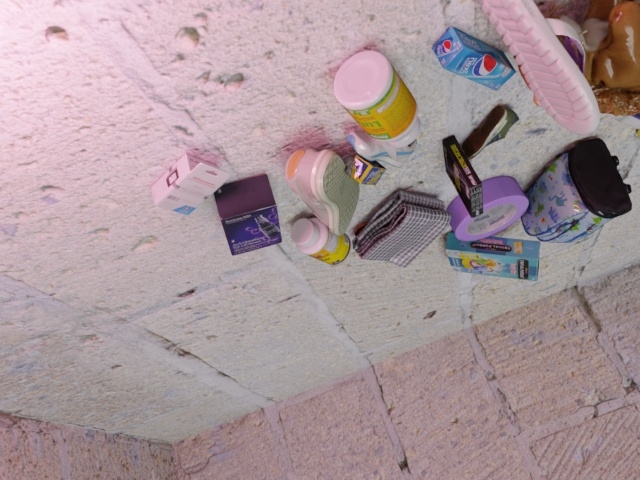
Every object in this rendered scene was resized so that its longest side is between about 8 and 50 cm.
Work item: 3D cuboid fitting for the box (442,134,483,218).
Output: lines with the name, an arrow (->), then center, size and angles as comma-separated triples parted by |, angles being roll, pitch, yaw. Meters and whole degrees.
box -> 0.417, -0.184, 1.636 | 0.045, 0.184, 0.191 | -22, 153, 6

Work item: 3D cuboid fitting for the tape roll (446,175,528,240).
tape roll -> 0.589, -0.109, 1.986 | 0.274, 0.090, 0.275 | -16, 151, -9

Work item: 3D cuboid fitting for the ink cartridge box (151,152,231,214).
ink cartridge box -> -0.313, -0.144, 1.361 | 0.180, 0.060, 0.104 | -36, 148, 27

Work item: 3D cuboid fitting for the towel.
towel -> 0.269, -0.029, 1.864 | 0.234, 0.121, 0.284 | 4, 140, -40

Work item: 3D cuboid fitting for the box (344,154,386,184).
box -> 0.123, -0.186, 1.496 | 0.059, 0.054, 0.169 | -56, 166, 15

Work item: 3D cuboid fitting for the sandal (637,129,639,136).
sandal -> 1.230, -0.337, 1.951 | 0.317, 0.138, 0.126 | -1, 145, -35

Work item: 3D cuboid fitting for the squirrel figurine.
squirrel figurine -> 0.655, -0.409, 1.315 | 0.370, 0.281, 0.397 | -17, 150, 8

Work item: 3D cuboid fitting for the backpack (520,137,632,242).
backpack -> 0.863, -0.135, 1.956 | 0.273, 0.291, 0.356 | -10, 158, -2

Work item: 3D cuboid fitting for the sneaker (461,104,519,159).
sneaker -> 0.491, -0.299, 1.605 | 0.086, 0.064, 0.192 | 4, 141, -30

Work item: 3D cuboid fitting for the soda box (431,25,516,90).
soda box -> 0.360, -0.419, 1.301 | 0.210, 0.071, 0.067 | 5, 143, -39

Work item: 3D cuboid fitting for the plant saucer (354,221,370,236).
plant saucer -> 0.153, -0.039, 1.903 | 0.083, 0.013, 0.084 | -16, 151, -9

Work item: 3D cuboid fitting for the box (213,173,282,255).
box -> -0.196, -0.066, 1.526 | 0.153, 0.108, 0.207 | -16, 152, -7

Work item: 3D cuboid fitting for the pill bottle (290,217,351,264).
pill bottle -> 0.000, 0.000, 1.762 | 0.117, 0.117, 0.215 | -32, 149, 21

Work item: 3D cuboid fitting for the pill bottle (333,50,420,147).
pill bottle -> 0.142, -0.310, 1.283 | 0.136, 0.137, 0.245 | -30, 151, 18

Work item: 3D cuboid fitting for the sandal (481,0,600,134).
sandal -> 0.473, -0.396, 1.144 | 0.102, 0.169, 0.416 | -40, 108, 2

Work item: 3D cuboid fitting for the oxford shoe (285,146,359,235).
oxford shoe -> 0.014, -0.135, 1.538 | 0.129, 0.169, 0.449 | 16, 169, 19

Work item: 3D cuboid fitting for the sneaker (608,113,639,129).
sneaker -> 0.898, -0.452, 1.560 | 0.322, 0.130, 0.236 | 9, 131, -36

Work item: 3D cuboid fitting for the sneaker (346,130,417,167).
sneaker -> 0.159, -0.258, 1.456 | 0.228, 0.087, 0.092 | 2, 137, -45

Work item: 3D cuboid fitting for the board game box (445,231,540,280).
board game box -> 0.674, 0.066, 2.183 | 0.335, 0.079, 0.254 | 7, 161, 23
